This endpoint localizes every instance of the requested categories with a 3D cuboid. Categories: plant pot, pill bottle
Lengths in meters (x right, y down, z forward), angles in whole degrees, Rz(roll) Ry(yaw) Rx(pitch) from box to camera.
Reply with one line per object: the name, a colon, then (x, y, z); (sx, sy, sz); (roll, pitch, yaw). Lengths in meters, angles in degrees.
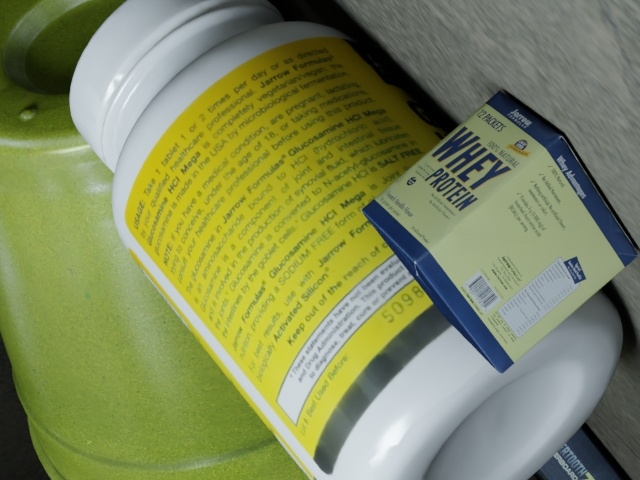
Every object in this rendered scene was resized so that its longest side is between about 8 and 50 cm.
plant pot: (-0.114, -0.026, 1.348); (0.366, 0.366, 0.353); (47, 164, 45)
pill bottle: (0.001, -0.004, 1.024); (0.334, 0.188, 0.188); (49, 178, 28)

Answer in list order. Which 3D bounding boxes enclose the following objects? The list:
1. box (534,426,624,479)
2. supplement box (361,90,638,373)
box: (0.210, 0.184, 1.698); (0.183, 0.059, 0.232); (50, 178, -15)
supplement box: (0.081, -0.004, 0.793); (0.083, 0.083, 0.056); (51, 177, -36)
